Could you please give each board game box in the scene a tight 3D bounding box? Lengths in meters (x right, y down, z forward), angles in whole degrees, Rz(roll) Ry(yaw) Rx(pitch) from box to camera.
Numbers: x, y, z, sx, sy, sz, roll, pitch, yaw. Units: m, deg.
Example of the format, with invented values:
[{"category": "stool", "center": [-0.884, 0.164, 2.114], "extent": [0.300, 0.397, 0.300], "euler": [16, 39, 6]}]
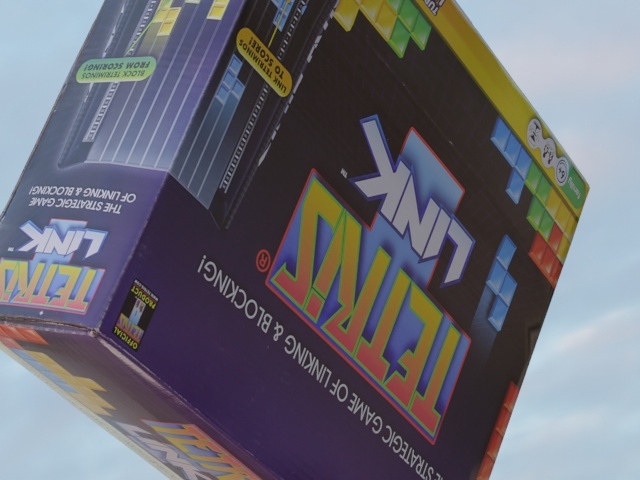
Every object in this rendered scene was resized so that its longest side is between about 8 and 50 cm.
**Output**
[{"category": "board game box", "center": [0.000, 0.000, 0.500], "extent": [0.048, 0.141, 0.170], "euler": [4, -27, 36]}]
